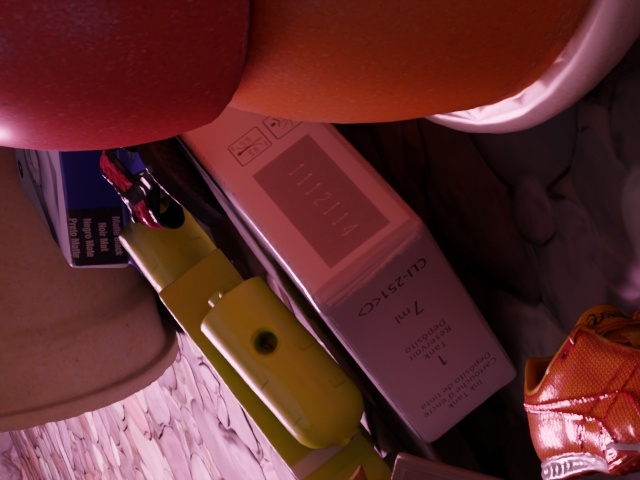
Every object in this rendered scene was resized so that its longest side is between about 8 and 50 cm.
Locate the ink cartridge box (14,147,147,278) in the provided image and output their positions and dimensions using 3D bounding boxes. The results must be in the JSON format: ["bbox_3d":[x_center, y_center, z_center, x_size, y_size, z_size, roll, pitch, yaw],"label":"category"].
[{"bbox_3d":[-0.168,-0.101,1.000,0.224,0.045,0.223,-140,42,-58],"label":"ink cartridge box"}]

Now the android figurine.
[{"bbox_3d":[-0.010,0.096,0.865,0.273,0.056,0.248,50,174,14],"label":"android figurine"}]

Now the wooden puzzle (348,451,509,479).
[{"bbox_3d":[0.063,0.137,0.748,0.014,0.116,0.078,-69,0,-56],"label":"wooden puzzle"}]

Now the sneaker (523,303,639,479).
[{"bbox_3d":[0.120,0.055,0.583,0.175,0.064,0.067,147,111,-67],"label":"sneaker"}]

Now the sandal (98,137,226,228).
[{"bbox_3d":[-0.088,-0.033,0.787,0.067,0.040,0.179,54,176,-14],"label":"sandal"}]

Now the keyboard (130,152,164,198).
[{"bbox_3d":[-0.095,0.023,1.093,0.256,0.014,0.072,59,159,-11],"label":"keyboard"}]

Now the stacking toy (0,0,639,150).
[{"bbox_3d":[-0.154,-0.140,0.476,0.350,0.480,0.350,52,153,39],"label":"stacking toy"}]

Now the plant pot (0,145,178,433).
[{"bbox_3d":[-0.294,-0.040,1.249,0.334,0.334,0.305,-154,57,-62],"label":"plant pot"}]

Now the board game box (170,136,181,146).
[{"bbox_3d":[-0.128,-0.152,1.033,0.170,0.048,0.141,68,158,2],"label":"board game box"}]

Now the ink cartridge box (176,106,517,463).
[{"bbox_3d":[0.000,0.000,0.832,0.296,0.066,0.261,50,176,42],"label":"ink cartridge box"}]
